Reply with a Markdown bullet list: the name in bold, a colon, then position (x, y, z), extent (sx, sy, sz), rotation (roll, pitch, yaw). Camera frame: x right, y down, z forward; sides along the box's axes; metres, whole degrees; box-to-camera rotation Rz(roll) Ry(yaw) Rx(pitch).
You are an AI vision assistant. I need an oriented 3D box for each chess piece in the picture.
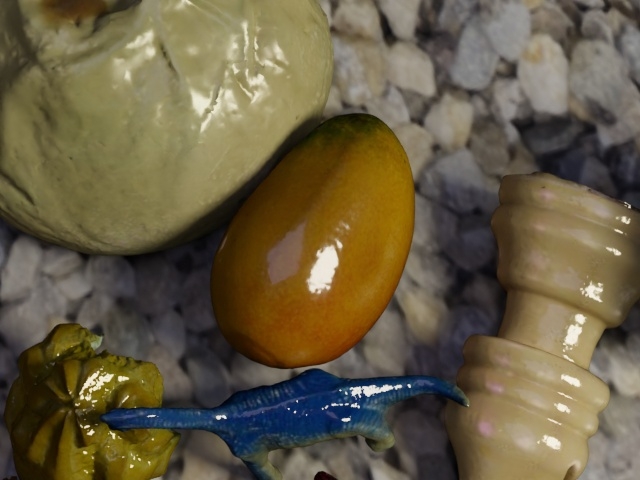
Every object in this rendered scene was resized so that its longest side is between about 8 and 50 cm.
- **chess piece**: position (0.167, 0.110, 1.268), extent (0.139, 0.124, 0.307), rotation (25, 79, -22)

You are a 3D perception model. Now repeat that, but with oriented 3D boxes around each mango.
- **mango**: position (0.002, 0.005, 1.284), extent (0.221, 0.151, 0.120), rotation (-53, 35, -13)

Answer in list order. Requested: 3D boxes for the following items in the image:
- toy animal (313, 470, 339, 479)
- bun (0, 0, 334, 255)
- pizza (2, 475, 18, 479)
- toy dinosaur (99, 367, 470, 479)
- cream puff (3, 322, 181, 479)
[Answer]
- **toy animal**: position (0.045, 0.273, 1.246), extent (0.105, 0.070, 0.202), rotation (-29, 78, 15)
- **bun**: position (-0.169, -0.177, 1.315), extent (0.364, 0.202, 0.364), rotation (-2, 74, 5)
- **pizza**: position (-0.275, 0.279, 1.210), extent (0.289, 0.081, 0.228), rotation (-5, 55, -23)
- **toy dinosaur**: position (-0.021, 0.128, 1.217), extent (0.248, 0.188, 0.075), rotation (-16, 65, 17)
- **cream puff**: position (-0.193, 0.140, 1.261), extent (0.121, 0.156, 0.156), rotation (-38, 75, -26)
